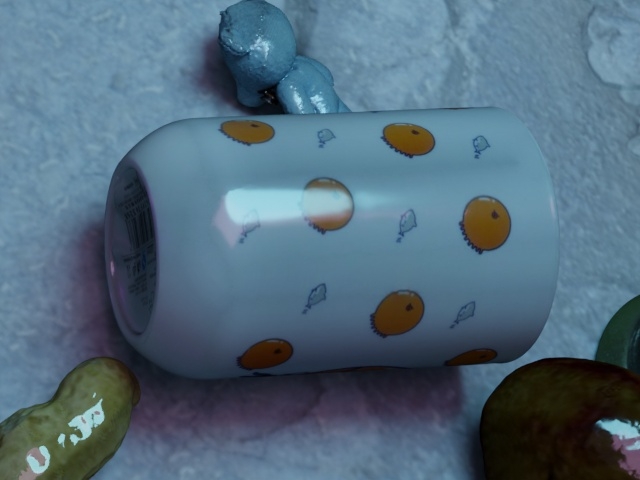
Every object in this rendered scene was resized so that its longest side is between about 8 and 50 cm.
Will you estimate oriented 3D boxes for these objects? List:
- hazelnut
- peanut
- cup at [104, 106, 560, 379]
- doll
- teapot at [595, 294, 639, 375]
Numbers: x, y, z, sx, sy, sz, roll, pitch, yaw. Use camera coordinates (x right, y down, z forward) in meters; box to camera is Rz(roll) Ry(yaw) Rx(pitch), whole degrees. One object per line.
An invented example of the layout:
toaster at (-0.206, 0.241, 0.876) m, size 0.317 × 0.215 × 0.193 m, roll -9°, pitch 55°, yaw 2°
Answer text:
hazelnut at (0.224, 0.184, 1.440) m, size 0.178 × 0.178 × 0.204 m, roll -24°, pitch 48°, yaw -30°
peanut at (-0.199, 0.151, 1.323) m, size 0.080 × 0.080 × 0.174 m, roll 42°, pitch 55°, yaw 0°
cup at (0.000, 0.000, 1.396) m, size 0.317 × 0.212 × 0.212 m, roll -2°, pitch 68°, yaw -23°
doll at (-0.031, -0.130, 1.534) m, size 0.180 × 0.075 × 0.120 m, roll 56°, pitch 18°, yaw -15°
teapot at (0.412, 0.102, 1.450) m, size 0.200 × 0.337 × 0.270 m, roll -35°, pitch 85°, yaw -31°
